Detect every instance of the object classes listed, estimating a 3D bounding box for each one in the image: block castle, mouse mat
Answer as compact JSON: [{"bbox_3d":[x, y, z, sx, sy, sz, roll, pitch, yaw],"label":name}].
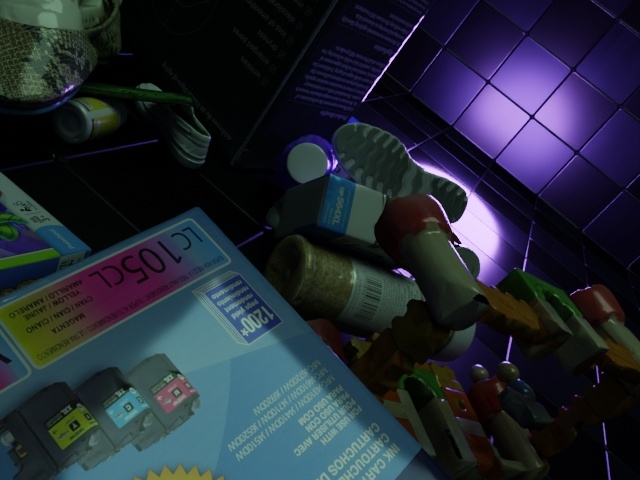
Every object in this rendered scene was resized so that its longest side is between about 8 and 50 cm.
[{"bbox_3d":[0.196,0.145,0.834,0.453,0.303,0.213,22,28,-33],"label":"block castle"},{"bbox_3d":[-0.303,-0.240,1.019,0.189,0.007,0.152,5,18,-16],"label":"mouse mat"}]

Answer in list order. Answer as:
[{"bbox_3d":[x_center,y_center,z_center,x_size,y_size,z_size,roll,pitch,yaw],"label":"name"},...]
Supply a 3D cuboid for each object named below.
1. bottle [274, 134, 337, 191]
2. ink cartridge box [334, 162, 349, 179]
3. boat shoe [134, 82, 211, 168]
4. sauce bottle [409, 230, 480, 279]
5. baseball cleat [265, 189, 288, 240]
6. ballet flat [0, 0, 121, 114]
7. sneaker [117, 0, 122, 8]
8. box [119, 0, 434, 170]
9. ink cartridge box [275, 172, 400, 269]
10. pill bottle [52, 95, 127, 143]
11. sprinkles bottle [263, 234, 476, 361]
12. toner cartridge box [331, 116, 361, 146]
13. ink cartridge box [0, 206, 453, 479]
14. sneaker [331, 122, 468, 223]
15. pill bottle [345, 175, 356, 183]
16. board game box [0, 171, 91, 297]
[{"bbox_3d":[-0.027,-0.134,1.134,0.092,0.118,0.283,44,2,-5],"label":"bottle"},{"bbox_3d":[0.043,-0.178,1.507,0.083,0.028,0.048,45,25,13],"label":"ink cartridge box"},{"bbox_3d":[-0.259,-0.226,1.130,0.083,0.076,0.226,-1,45,-54],"label":"boat shoe"},{"bbox_3d":[0.194,0.015,1.147,0.111,0.111,0.344,33,2,-11],"label":"sauce bottle"},{"bbox_3d":[0.000,0.000,1.048,0.206,0.109,0.072,42,20,4],"label":"baseball cleat"},{"bbox_3d":[-0.397,-0.331,0.933,0.164,0.182,0.483,11,23,-10],"label":"ballet flat"},{"bbox_3d":[-0.436,-0.576,1.495,0.131,0.112,0.296,55,26,-4],"label":"sneaker"},{"bbox_3d":[-0.110,-0.471,1.276,0.480,0.472,0.297,48,25,22],"label":"box"},{"bbox_3d":[0.057,-0.021,0.964,0.203,0.148,0.086,19,75,-25],"label":"ink cartridge box"},{"bbox_3d":[-0.349,-0.189,0.960,0.065,0.065,0.116,39,25,2],"label":"pill bottle"},{"bbox_3d":[0.085,0.097,0.980,0.355,0.121,0.121,21,30,-32],"label":"sprinkles bottle"},{"bbox_3d":[0.118,-0.234,1.646,0.348,0.075,0.165,36,24,-5],"label":"toner cartridge box"},{"bbox_3d":[-0.083,0.195,0.468,0.395,0.151,0.270,46,48,13],"label":"ink cartridge box"},{"bbox_3d":[0.126,-0.110,1.124,0.281,0.105,0.115,32,-5,-23],"label":"sneaker"},{"bbox_3d":[0.089,-0.072,1.240,0.108,0.108,0.193,34,9,-8],"label":"pill bottle"},{"bbox_3d":[-0.394,-0.035,0.497,0.347,0.078,0.233,35,25,20],"label":"board game box"}]
